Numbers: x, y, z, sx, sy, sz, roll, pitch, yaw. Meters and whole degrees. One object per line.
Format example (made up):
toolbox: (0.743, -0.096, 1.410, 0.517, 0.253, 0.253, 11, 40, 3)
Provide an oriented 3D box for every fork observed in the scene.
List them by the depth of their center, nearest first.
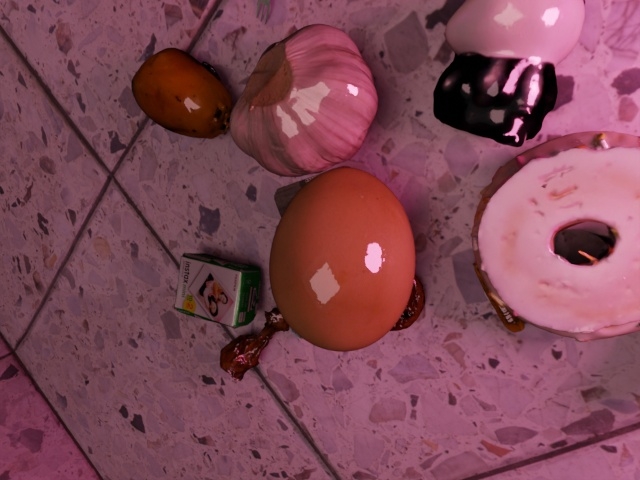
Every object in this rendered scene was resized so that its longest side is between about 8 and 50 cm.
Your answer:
fork: (-0.091, -0.601, 0.979, 0.039, 0.021, 0.235, 38, 121, 9)

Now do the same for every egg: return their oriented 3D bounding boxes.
egg: (0.046, 0.038, 0.917, 0.300, 0.301, 0.375, 2, 79, 29)

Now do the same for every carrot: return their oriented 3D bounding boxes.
carrot: (0.381, 0.118, 0.947, 0.042, 0.042, 0.171, -30, 88, 33)

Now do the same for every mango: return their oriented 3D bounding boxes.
mango: (-0.349, -0.366, 1.125, 0.287, 0.152, 0.202, 28, 128, 21)

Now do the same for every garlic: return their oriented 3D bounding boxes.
garlic: (-0.028, -0.276, 0.923, 0.317, 0.259, 0.318, -22, 59, 41)

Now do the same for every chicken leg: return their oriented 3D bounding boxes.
chicken leg: (-0.187, 0.298, 1.301, 0.113, 0.093, 0.304, 42, 115, -10)

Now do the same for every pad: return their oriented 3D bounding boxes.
pad: (0.013, 0.001, 1.101, 0.249, 0.055, 0.324, -15, 81, 32)

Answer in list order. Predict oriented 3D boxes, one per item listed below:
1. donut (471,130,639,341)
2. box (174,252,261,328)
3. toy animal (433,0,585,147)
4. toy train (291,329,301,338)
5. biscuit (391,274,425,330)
donut: (0.469, -0.011, 0.792, 0.382, 0.142, 0.383, 9, 110, 25)
box: (-0.296, 0.139, 1.267, 0.249, 0.103, 0.180, 10, 94, 26)
toy animal: (0.310, -0.311, 0.755, 0.212, 0.212, 0.267, 19, 111, 22)
toy train: (-0.046, 0.234, 1.228, 0.045, 0.029, 0.092, 40, 120, 3)
biscuit: (0.162, 0.131, 1.067, 0.191, 0.049, 0.192, 13, 112, 33)
